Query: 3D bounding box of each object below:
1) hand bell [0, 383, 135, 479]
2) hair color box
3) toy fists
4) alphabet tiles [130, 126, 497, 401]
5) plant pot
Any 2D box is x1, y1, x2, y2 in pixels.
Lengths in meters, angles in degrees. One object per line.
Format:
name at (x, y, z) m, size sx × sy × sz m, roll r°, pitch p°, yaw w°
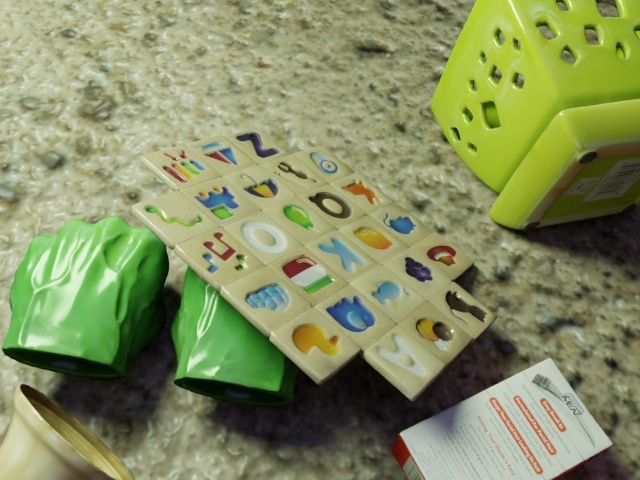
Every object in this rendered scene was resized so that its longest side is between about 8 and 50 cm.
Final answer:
hand bell at (-0.268, 0.241, 0.513) m, size 0.126 × 0.126 × 0.242 m, roll 37°, pitch 74°, yaw 17°
hair color box at (0.159, 0.184, 0.609) m, size 0.167 × 0.053 × 0.093 m, roll -21°, pitch 61°, yaw -17°
toy fists at (-0.139, 0.062, 0.633) m, size 0.279 × 0.096 × 0.142 m, roll 10°, pitch 64°, yaw -2°
alphabet tiles at (0.000, 0.000, 0.667) m, size 0.342 × 0.011 × 0.285 m, roll 39°, pitch 36°, yaw 18°
plant pot at (0.279, -0.145, 0.741) m, size 0.227 × 0.228 × 0.207 m, roll -9°, pitch 64°, yaw -13°
